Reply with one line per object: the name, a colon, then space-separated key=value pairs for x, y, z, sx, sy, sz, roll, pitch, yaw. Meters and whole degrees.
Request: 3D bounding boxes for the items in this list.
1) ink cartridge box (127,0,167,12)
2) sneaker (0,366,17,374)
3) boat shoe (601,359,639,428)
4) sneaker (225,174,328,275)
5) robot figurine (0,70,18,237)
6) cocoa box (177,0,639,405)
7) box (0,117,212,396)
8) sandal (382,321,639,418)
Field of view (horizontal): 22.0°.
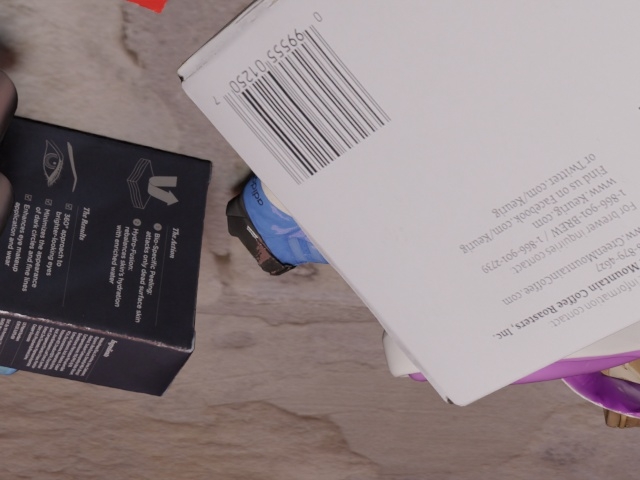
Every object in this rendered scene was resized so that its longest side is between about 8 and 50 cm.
ink cartridge box: x=-0.165 y=-0.195 z=0.929 sx=0.225 sy=0.056 sz=0.181 roll=19 pitch=146 yaw=-20
sneaker: x=-0.333 y=0.091 z=1.399 sx=0.162 sy=0.073 sz=0.063 roll=19 pitch=146 yaw=-23
boat shoe: x=0.235 y=0.073 z=1.259 sx=0.110 sy=0.121 sz=0.341 roll=-8 pitch=148 yaw=17
sneaker: x=0.000 y=-0.001 z=1.221 sx=0.152 sy=0.058 sz=0.085 roll=28 pitch=136 yaw=-27
robot figurine: x=-0.374 y=-0.060 z=1.032 sx=0.354 sy=0.200 sz=0.299 roll=5 pitch=110 yaw=-2
cocoa box: x=0.152 y=-0.119 z=0.779 sx=0.231 sy=0.228 sz=0.347 roll=49 pitch=136 yaw=-7
box: x=-0.169 y=0.013 z=1.172 sx=0.158 sy=0.156 sz=0.093 roll=13 pitch=149 yaw=-14
sandal: x=0.230 y=0.081 z=1.027 sx=0.416 sy=0.102 sz=0.169 roll=0 pitch=174 yaw=-20
